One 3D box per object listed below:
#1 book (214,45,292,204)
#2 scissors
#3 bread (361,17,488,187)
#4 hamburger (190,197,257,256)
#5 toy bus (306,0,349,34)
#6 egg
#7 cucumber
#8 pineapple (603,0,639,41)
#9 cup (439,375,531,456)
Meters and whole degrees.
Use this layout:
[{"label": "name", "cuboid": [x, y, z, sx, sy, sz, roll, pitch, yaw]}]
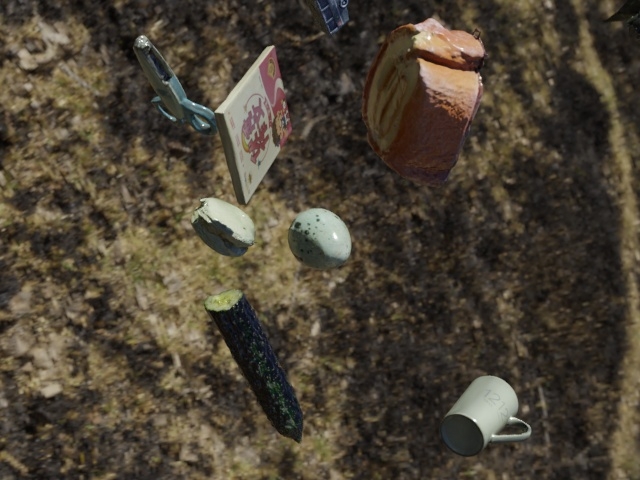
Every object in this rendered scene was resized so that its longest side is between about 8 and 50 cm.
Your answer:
[{"label": "book", "cuboid": [-0.100, -0.186, 1.370, 0.231, 0.022, 0.162, -65, 150, -50]}, {"label": "scissors", "cuboid": [-0.271, -0.272, 1.551, 0.289, 0.138, 0.041, 62, 48, -66]}, {"label": "bread", "cuboid": [0.157, -0.227, 1.350, 0.123, 0.244, 0.190, 1, 40, -24]}, {"label": "hamburger", "cuboid": [-0.181, -0.027, 1.641, 0.133, 0.062, 0.140, 39, 20, -8]}, {"label": "toy bus", "cuboid": [0.002, -0.438, 1.529, 0.065, 0.047, 0.166, -45, 146, -9]}, {"label": "egg", "cuboid": [0.000, 0.000, 1.842, 0.131, 0.164, 0.131, -8, 110, -23]}, {"label": "cucumber", "cuboid": [-0.101, 0.215, 1.449, 0.072, 0.072, 0.300, -46, 118, -49]}, {"label": "pineapple", "cuboid": [0.442, -0.270, 1.031, 0.119, 0.130, 0.277, 34, 18, -24]}, {"label": "cup", "cuboid": [0.165, 0.184, 0.870, 0.075, 0.054, 0.083, 50, 36, 9]}]
